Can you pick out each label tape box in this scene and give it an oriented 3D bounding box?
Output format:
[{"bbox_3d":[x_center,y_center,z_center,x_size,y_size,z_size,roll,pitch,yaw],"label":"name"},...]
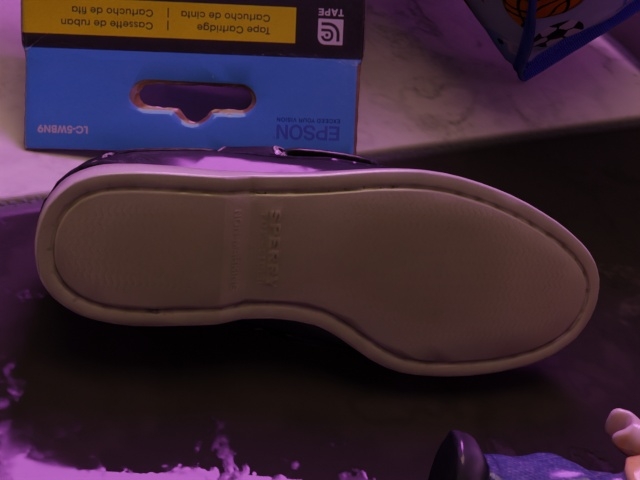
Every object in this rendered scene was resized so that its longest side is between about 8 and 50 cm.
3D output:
[{"bbox_3d":[-0.089,-0.233,0.893,0.240,0.334,0.106,2,10,-8],"label":"label tape box"}]

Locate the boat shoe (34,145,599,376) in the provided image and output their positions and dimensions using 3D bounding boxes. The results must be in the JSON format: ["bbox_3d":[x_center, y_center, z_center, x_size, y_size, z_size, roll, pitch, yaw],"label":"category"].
[{"bbox_3d":[-0.001,0.004,0.759,0.340,0.127,0.113,2,17,-15],"label":"boat shoe"}]

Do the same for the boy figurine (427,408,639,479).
[{"bbox_3d":[0.196,0.162,0.659,0.285,0.092,0.177,8,39,-13],"label":"boy figurine"}]

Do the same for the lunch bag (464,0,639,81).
[{"bbox_3d":[0.166,-0.366,0.964,0.239,0.385,0.328,-33,72,-2],"label":"lunch bag"}]
